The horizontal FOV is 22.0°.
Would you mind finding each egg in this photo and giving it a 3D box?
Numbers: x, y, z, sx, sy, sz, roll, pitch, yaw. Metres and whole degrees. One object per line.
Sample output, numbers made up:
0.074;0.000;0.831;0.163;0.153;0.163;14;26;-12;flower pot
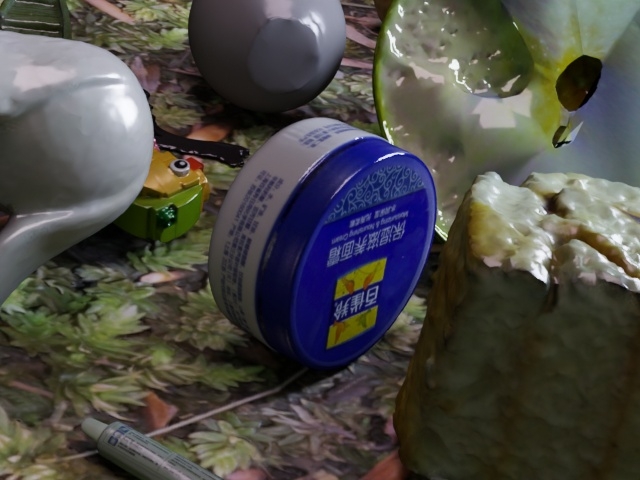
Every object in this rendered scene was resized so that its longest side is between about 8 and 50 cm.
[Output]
-0.061;-0.238;1.843;0.176;0.176;0.232;5;27;-11;egg

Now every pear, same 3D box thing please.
0.221;-0.130;1.656;0.398;0.399;0.165;4;-3;-13;pear

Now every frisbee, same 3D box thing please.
-0.167;-0.112;1.755;0.187;0.012;0.211;12;29;-1;frisbee

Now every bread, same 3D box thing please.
0.273;0.084;1.338;0.395;0.239;0.264;12;30;1;bread

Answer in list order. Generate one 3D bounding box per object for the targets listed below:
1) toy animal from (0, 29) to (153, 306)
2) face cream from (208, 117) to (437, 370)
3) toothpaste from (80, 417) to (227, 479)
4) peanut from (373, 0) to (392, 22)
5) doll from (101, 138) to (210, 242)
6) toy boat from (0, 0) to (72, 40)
-0.286;-0.082;1.388;0.289;0.249;0.174;-41;36;-17;toy animal
0.000;0.000;1.425;0.111;0.206;0.206;27;33;34;face cream
-0.102;0.184;1.251;0.197;0.029;0.048;26;35;19;toothpaste
0.138;-0.275;2.057;0.108;0.095;0.226;-7;33;-24;peanut
-0.199;-0.058;1.556;0.186;0.106;0.134;17;40;10;doll
-0.323;-0.202;1.814;0.093;0.055;0.293;7;29;-10;toy boat
